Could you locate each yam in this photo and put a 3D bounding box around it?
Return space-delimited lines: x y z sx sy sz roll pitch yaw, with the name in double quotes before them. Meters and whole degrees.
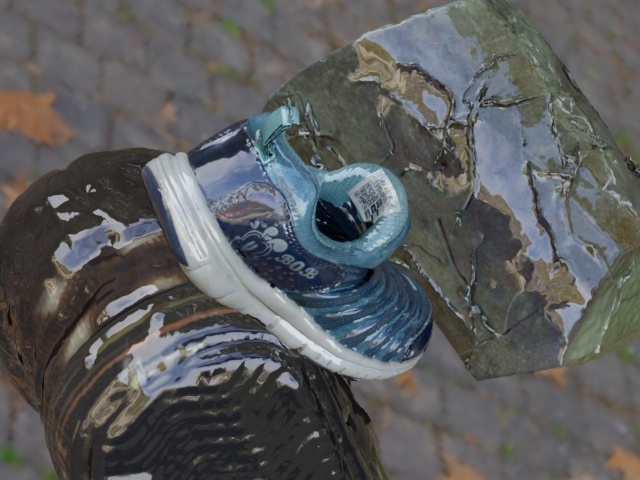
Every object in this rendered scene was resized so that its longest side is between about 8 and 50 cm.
"yam" 0.123 -0.031 1.351 0.202 0.201 0.271 -19 78 -42

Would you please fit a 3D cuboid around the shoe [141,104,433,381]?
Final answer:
"shoe" 0.000 0.000 0.686 0.143 0.071 0.064 38 22 -44

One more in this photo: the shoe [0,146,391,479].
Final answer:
"shoe" -0.050 0.127 1.035 0.384 0.171 0.237 63 -3 -40
